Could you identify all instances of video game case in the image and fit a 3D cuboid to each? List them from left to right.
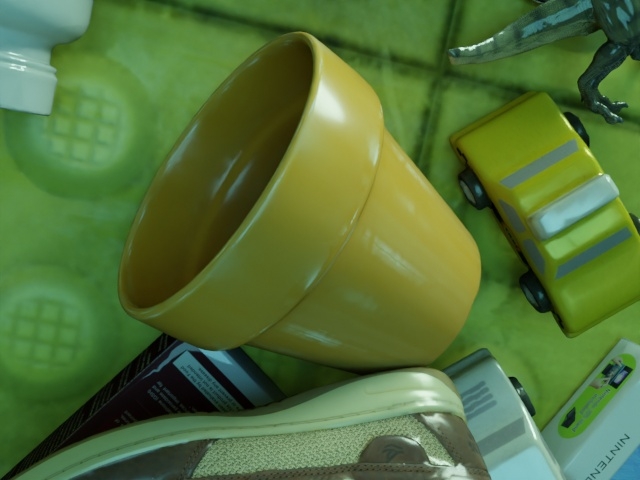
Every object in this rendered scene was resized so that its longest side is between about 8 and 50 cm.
[{"bbox_3d":[0.284,0.262,0.656,0.269,0.061,0.244,40,91,-13],"label":"video game case"}]

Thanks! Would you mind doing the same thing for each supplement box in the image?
[{"bbox_3d":[-0.137,0.177,0.567,0.239,0.073,0.130,-41,102,-2],"label":"supplement box"}]

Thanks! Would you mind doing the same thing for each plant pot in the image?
[{"bbox_3d":[0.000,0.000,0.513,0.188,0.205,0.205,33,92,-27],"label":"plant pot"}]

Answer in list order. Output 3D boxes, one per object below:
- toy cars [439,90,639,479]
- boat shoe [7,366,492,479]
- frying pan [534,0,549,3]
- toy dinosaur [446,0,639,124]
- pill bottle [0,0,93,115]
[{"bbox_3d":[0.159,0.079,0.562,0.176,0.087,0.393,11,88,4],"label":"toy cars"},{"bbox_3d":[-0.054,0.182,0.463,0.342,0.123,0.123,-11,138,-13],"label":"boat shoe"},{"bbox_3d":[0.135,-0.281,0.563,0.326,0.053,0.197,1,98,-13],"label":"frying pan"},{"bbox_3d":[0.223,-0.163,0.566,0.268,0.064,0.118,-32,122,-2],"label":"toy dinosaur"},{"bbox_3d":[-0.201,-0.197,0.478,0.124,0.124,0.221,11,96,-11],"label":"pill bottle"}]
